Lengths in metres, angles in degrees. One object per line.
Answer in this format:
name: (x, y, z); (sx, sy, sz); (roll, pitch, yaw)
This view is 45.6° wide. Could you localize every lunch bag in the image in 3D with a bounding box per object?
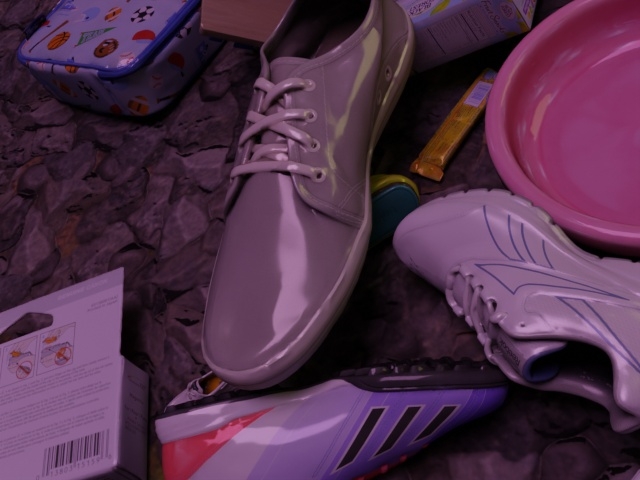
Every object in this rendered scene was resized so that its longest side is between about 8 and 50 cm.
lunch bag: (-0.299, -0.311, 1.145); (0.303, 0.115, 0.243); (19, 65, 34)

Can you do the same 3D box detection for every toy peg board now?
toy peg board: (-0.085, -0.315, 1.035); (0.161, 0.079, 0.161); (8, 67, -17)

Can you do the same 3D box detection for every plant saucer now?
plant saucer: (0.326, -0.115, 0.711); (0.332, 0.084, 0.332); (-14, 52, 18)

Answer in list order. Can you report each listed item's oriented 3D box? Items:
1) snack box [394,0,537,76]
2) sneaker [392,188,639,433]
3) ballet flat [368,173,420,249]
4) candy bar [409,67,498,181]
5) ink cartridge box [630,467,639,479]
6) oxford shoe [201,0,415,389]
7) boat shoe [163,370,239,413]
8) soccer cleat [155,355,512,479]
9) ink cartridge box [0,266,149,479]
snack box: (0.150, -0.283, 0.880); (0.207, 0.070, 0.174); (-14, 44, 43)
sneaker: (0.170, 0.047, 0.634); (0.129, 0.111, 0.297); (-33, 42, -32)
ballet flat: (0.000, 0.000, 0.809); (0.231, 0.077, 0.077); (-32, 28, -1)
candy bar: (0.159, -0.133, 0.850); (0.040, 0.018, 0.161); (27, 72, 34)
ink cartridge box: (0.296, 0.194, 0.499); (0.219, 0.092, 0.160); (-46, 50, -9)
oxford shoe: (-0.024, -0.082, 0.721); (0.169, 0.130, 0.449); (2, 62, 34)
boat shoe: (-0.121, 0.153, 0.774); (0.100, 0.035, 0.035); (-29, 50, 5)
soccer cleat: (0.014, 0.174, 0.666); (0.318, 0.108, 0.116); (-12, 81, 9)
ink cartridge box: (-0.320, 0.180, 0.840); (0.275, 0.060, 0.239); (-20, 50, 14)
